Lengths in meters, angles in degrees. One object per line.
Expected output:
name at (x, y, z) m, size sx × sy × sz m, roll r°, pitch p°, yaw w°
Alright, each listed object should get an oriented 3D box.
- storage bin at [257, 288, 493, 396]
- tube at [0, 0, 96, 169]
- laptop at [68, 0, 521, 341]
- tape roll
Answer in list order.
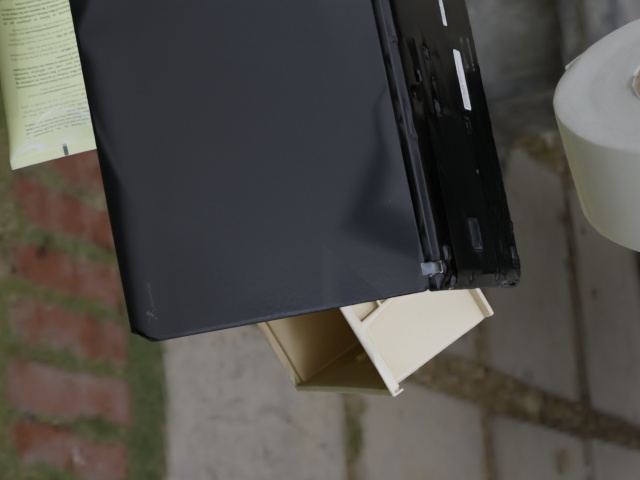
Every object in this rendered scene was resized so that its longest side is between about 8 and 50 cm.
storage bin at (0.000, 0.000, 1.587) m, size 0.123 × 0.262 × 0.260 m, roll -34°, pitch 97°, yaw -17°
tube at (-0.222, -0.178, 1.334) m, size 0.062 × 0.070 × 0.240 m, roll -44°, pitch 127°, yaw -59°
laptop at (-0.005, -0.074, 0.952) m, size 0.264 × 0.137 × 0.234 m, roll 0°, pitch 78°, yaw -69°
tape roll at (0.333, -0.102, 1.384) m, size 0.286 × 0.286 × 0.100 m, roll -62°, pitch 138°, yaw -51°
